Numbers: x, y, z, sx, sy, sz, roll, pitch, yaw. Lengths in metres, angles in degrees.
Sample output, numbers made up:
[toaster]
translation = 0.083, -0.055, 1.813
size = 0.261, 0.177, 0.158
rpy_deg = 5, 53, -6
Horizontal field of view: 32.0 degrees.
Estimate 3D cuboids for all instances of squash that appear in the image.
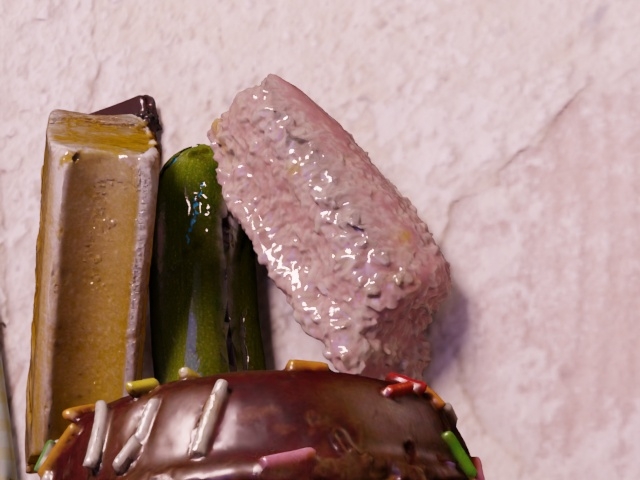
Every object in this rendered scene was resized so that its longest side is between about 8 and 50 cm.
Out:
[squash]
translation = -0.079, 0.084, 0.804
size = 0.087, 0.087, 0.331
rpy_deg = -14, 74, 26

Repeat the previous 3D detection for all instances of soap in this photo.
[soap]
translation = -0.166, 0.046, 0.803
size = 0.160, 0.080, 0.257
rpy_deg = -130, 45, -70

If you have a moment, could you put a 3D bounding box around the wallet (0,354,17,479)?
[wallet]
translation = -0.358, 0.140, 0.960
size = 0.223, 0.077, 0.309
rpy_deg = -20, 70, 21

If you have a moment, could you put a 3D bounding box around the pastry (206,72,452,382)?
[pastry]
translation = 0.009, -0.004, 0.761
size = 0.112, 0.103, 0.265
rpy_deg = -38, 68, 36

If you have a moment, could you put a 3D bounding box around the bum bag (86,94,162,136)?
[bum bag]
translation = -0.174, -0.033, 0.922
size = 0.109, 0.026, 0.159
rpy_deg = -13, 78, 27

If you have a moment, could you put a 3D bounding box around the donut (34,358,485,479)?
[donut]
translation = -0.035, 0.146, 0.632
size = 0.270, 0.270, 0.103
rpy_deg = -21, 60, 24
